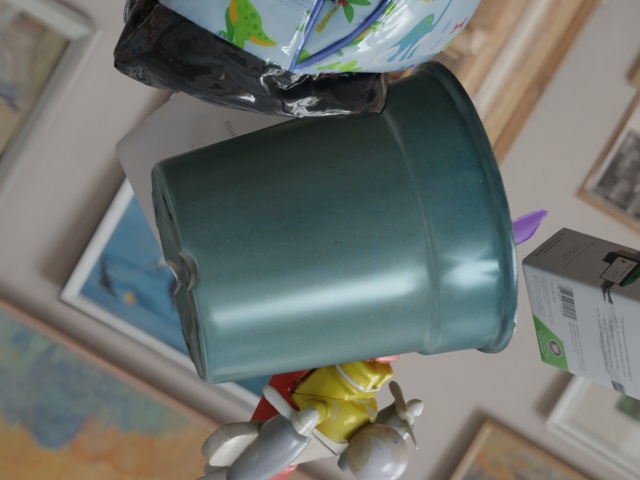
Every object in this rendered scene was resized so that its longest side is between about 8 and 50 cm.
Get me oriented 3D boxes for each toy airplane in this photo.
[{"bbox_3d":[-0.007,0.275,1.966,0.272,0.386,0.384,31,144,26],"label":"toy airplane"}]

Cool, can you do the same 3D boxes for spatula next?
[{"bbox_3d":[0.245,0.014,2.049,0.030,0.084,0.296,66,156,7],"label":"spatula"}]

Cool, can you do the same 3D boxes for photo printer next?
[{"bbox_3d":[-0.097,-0.112,1.821,0.107,0.308,0.256,28,-149,-58],"label":"photo printer"}]

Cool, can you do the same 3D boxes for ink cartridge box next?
[{"bbox_3d":[0.361,0.095,1.664,0.219,0.093,0.160,21,137,44],"label":"ink cartridge box"}]

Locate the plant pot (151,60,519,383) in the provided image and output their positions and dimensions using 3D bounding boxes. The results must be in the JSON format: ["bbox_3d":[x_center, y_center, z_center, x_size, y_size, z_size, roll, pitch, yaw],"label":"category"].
[{"bbox_3d":[0.000,0.000,1.554,0.334,0.341,0.341,-13,-164,-10],"label":"plant pot"}]

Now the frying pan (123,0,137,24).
[{"bbox_3d":[-0.180,-0.403,1.878,0.053,0.197,0.326,37,142,5],"label":"frying pan"}]

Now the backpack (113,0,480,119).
[{"bbox_3d":[0.036,-0.263,1.007,0.273,0.355,0.290,18,-168,21],"label":"backpack"}]
